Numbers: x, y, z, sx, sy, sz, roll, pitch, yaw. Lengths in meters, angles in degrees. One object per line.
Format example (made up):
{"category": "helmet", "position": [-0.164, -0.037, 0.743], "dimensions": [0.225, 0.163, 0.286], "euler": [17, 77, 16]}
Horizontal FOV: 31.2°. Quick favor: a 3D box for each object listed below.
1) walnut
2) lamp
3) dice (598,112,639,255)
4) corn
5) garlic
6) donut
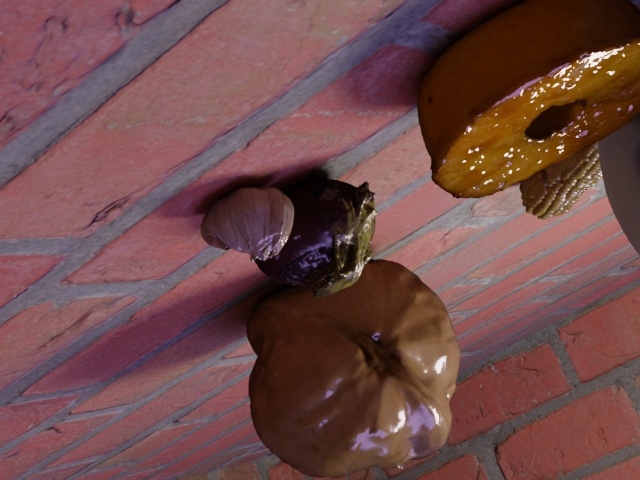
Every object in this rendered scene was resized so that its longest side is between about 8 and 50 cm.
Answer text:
{"category": "walnut", "position": [0.049, 0.204, 1.816], "dimensions": [0.384, 0.383, 0.383], "euler": [-22, 165, -6]}
{"category": "lamp", "position": [-0.005, 0.002, 1.383], "dimensions": [0.156, 0.135, 0.157], "euler": [-21, 167, -10]}
{"category": "dice", "position": [0.510, -0.113, 1.384], "dimensions": [0.265, 0.262, 0.268], "euler": [-10, 143, -12]}
{"category": "corn", "position": [0.371, -0.108, 1.689], "dimensions": [0.087, 0.086, 0.288], "euler": [-18, 163, -21]}
{"category": "garlic", "position": [-0.085, -0.022, 1.296], "dimensions": [0.113, 0.094, 0.074], "euler": [-23, 126, 18]}
{"category": "donut", "position": [0.231, -0.164, 1.231], "dimensions": [0.303, 0.110, 0.303], "euler": [-23, 163, -8]}
